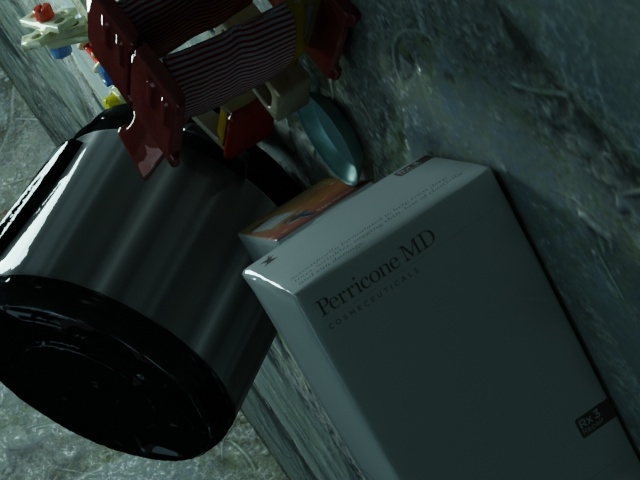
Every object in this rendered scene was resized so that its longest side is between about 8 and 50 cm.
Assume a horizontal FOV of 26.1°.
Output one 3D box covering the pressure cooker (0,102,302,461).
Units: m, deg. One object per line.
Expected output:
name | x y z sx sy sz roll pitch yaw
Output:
pressure cooker | -0.210 0.029 1.797 0.370 0.420 0.375 1 141 36

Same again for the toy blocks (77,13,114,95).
toy blocks | -0.366 -0.322 2.280 0.148 0.054 0.123 56 167 7

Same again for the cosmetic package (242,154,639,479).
cosmetic package | 0.123 0.136 1.264 0.385 0.217 0.156 59 167 -19

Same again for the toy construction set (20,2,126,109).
toy construction set | -0.311 -0.239 2.114 0.327 0.151 0.215 53 172 -37

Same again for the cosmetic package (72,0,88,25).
cosmetic package | -0.363 -0.378 2.166 0.115 0.041 0.060 56 166 2

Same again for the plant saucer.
plant saucer | 0.013 -0.114 1.482 0.119 0.021 0.119 53 167 18

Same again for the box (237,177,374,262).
box | 0.000 0.000 1.558 0.091 0.130 0.170 60 166 -12

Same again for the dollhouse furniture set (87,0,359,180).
dollhouse furniture set | -0.107 -0.144 1.388 0.152 0.201 0.374 54 161 15
